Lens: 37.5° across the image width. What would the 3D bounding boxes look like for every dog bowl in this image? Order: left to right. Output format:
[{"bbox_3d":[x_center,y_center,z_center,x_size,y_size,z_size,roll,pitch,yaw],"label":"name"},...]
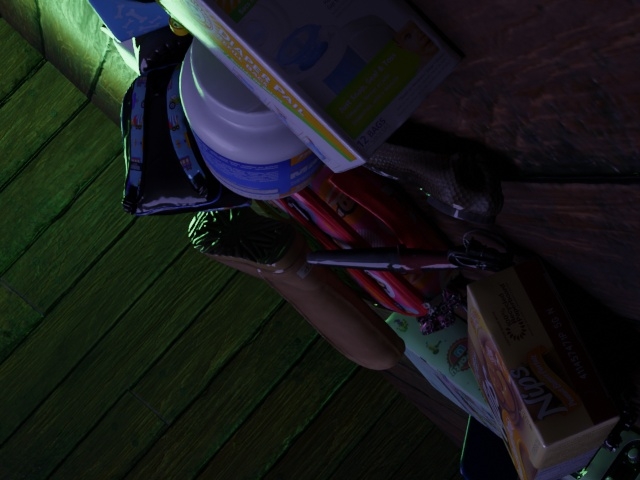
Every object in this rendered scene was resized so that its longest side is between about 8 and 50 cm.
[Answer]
[{"bbox_3d":[-0.253,-0.326,1.021,0.166,0.074,0.297,55,179,23],"label":"dog bowl"}]

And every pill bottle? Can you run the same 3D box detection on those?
[{"bbox_3d":[-0.058,-0.138,0.939,0.152,0.152,0.272,42,173,4],"label":"pill bottle"}]

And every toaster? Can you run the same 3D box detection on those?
[{"bbox_3d":[0.429,0.338,1.286,0.186,0.110,0.168,46,172,-26],"label":"toaster"}]

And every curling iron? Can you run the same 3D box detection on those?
[{"bbox_3d":[0.095,0.014,1.064,0.274,0.035,0.068,-1,150,40],"label":"curling iron"}]

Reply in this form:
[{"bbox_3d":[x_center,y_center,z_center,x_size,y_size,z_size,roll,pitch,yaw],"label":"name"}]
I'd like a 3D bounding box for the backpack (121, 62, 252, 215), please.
[{"bbox_3d":[-0.163,-0.122,1.146,0.158,0.173,0.117,-8,177,31],"label":"backpack"}]

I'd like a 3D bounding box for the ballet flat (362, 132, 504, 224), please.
[{"bbox_3d":[0.093,-0.080,0.900,0.084,0.058,0.250,6,-163,-28],"label":"ballet flat"}]

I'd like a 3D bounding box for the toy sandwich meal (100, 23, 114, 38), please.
[{"bbox_3d":[-0.341,-0.351,1.629,0.085,0.029,0.085,41,172,7],"label":"toy sandwich meal"}]

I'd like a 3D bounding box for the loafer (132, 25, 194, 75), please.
[{"bbox_3d":[-0.165,-0.206,1.307,0.366,0.133,0.130,79,170,-62],"label":"loafer"}]

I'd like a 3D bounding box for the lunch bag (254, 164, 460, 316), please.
[{"bbox_3d":[0.043,-0.027,1.215,0.293,0.120,0.258,43,168,-19],"label":"lunch bag"}]

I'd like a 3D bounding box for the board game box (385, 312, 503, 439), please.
[{"bbox_3d":[0.268,0.233,1.567,0.303,0.097,0.224,36,171,47],"label":"board game box"}]

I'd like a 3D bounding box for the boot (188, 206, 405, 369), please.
[{"bbox_3d":[-0.035,0.064,1.293,0.236,0.089,0.269,26,165,48],"label":"boot"}]

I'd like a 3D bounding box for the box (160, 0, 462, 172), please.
[{"bbox_3d":[-0.013,-0.163,0.722,0.203,0.114,0.103,44,172,-8],"label":"box"}]

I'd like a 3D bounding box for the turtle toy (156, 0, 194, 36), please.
[{"bbox_3d":[-0.130,-0.252,0.989,0.130,0.066,0.095,42,171,8],"label":"turtle toy"}]

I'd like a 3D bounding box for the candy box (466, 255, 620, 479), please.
[{"bbox_3d":[0.238,0.163,1.062,0.316,0.087,0.183,67,-179,-66],"label":"candy box"}]

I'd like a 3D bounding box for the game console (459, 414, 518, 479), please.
[{"bbox_3d":[0.324,0.425,2.052,0.250,0.173,0.293,34,168,45],"label":"game console"}]

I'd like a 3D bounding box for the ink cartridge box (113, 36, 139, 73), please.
[{"bbox_3d":[-0.253,-0.286,1.472,0.181,0.056,0.225,40,174,12],"label":"ink cartridge box"}]

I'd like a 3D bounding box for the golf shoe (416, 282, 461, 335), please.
[{"bbox_3d":[0.155,0.078,1.357,0.186,0.067,0.086,83,167,-72],"label":"golf shoe"}]

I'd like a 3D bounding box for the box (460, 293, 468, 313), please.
[{"bbox_3d":[0.242,0.118,1.344,0.083,0.018,0.067,48,170,-37],"label":"box"}]

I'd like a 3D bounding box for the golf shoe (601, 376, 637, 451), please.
[{"bbox_3d":[0.328,0.199,1.149,0.094,0.077,0.198,38,170,29],"label":"golf shoe"}]
